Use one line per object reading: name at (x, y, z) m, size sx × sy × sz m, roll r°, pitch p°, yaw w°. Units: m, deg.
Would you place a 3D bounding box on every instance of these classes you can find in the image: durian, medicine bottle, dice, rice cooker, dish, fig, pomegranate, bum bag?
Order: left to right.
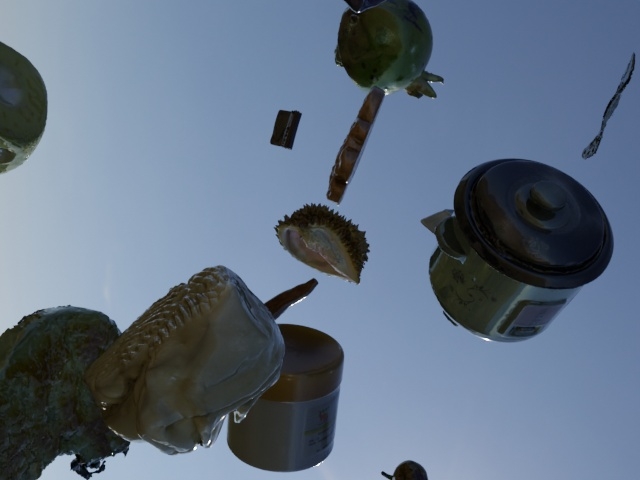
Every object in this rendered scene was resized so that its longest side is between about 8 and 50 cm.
dice at (-0.539, -0.204, 1.182) m, size 0.169 × 0.169 × 0.166 m, roll -18°, pitch -118°, yaw 25°
bum bag at (-0.102, -0.312, 2.147) m, size 0.159 × 0.026 × 0.109 m, roll 24°, pitch -80°, yaw 63°
medicine bottle at (-0.076, 0.324, 1.613) m, size 0.238 × 0.237 × 0.232 m, roll -140°, pitch -130°, yaw -58°
durian at (0.007, -0.010, 1.908) m, size 0.183 × 0.249 × 0.138 m, roll -5°, pitch -126°, yaw 63°
pomegranate at (0.183, -0.481, 1.961) m, size 0.260 × 0.340 × 0.260 m, roll -35°, pitch -140°, yaw 35°
fig at (0.188, 0.522, 1.673) m, size 0.098 × 0.084 × 0.082 m, roll -19°, pitch -130°, yaw 55°
dish at (0.382, -0.005, 1.989) m, size 0.234 × 0.154 × 0.064 m, roll 42°, pitch -70°, yaw 21°
rice cooker at (0.330, 0.014, 1.291) m, size 0.317 × 0.316 × 0.264 m, roll 120°, pitch -29°, yaw -47°

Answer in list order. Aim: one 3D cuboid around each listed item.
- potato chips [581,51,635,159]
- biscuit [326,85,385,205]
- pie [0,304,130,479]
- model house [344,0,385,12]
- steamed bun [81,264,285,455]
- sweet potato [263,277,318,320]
potato chips at (0.554, -0.253, 1.468) m, size 0.026 × 0.142 × 0.209 m, roll 26°, pitch -58°, yaw 16°
biscuit at (0.063, -0.175, 1.442) m, size 0.289 × 0.044 × 0.202 m, roll -63°, pitch 175°, yaw -48°
pie at (-0.419, 0.252, 1.235) m, size 0.078 × 0.371 × 0.297 m, roll 7°, pitch -96°, yaw 28°
model house at (0.032, -0.422, 0.839) m, size 0.280 × 0.312 × 0.245 m, roll -47°, pitch -107°, yaw 17°
steamed bun at (-0.183, 0.195, 1.115) m, size 0.289 × 0.203 × 0.276 m, roll -43°, pitch -162°, yaw 0°
sweet potato at (-0.114, 0.171, 1.983) m, size 0.264 × 0.057 × 0.057 m, roll -39°, pitch -133°, yaw 14°
